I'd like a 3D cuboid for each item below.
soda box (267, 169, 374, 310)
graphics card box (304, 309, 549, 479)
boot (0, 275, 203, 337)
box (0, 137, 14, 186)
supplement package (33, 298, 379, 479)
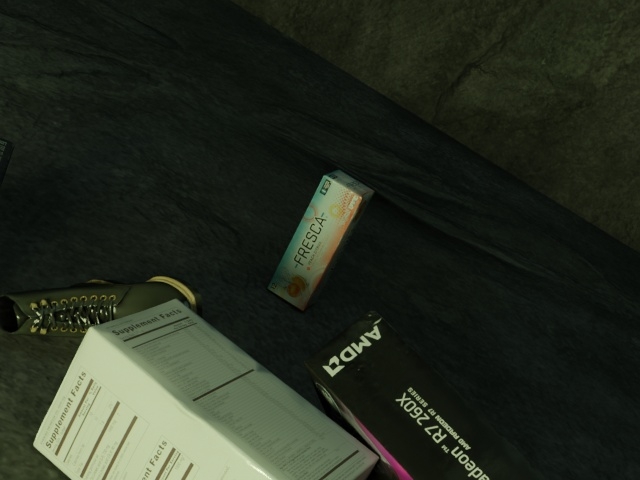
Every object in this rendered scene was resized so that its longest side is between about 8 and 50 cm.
[{"bbox_3d":[0.000,0.000,1.422,0.063,0.183,0.058,32,20,12],"label":"soda box"},{"bbox_3d":[0.145,0.253,0.966,0.371,0.094,0.233,45,-15,35],"label":"graphics card box"},{"bbox_3d":[-0.222,0.076,1.041,0.197,0.077,0.137,-5,-3,44],"label":"boot"},{"bbox_3d":[-0.367,-0.015,1.007,0.093,0.156,0.158,21,22,-18],"label":"box"},{"bbox_3d":[-0.099,0.182,0.922,0.244,0.134,0.139,36,21,18],"label":"supplement package"}]
